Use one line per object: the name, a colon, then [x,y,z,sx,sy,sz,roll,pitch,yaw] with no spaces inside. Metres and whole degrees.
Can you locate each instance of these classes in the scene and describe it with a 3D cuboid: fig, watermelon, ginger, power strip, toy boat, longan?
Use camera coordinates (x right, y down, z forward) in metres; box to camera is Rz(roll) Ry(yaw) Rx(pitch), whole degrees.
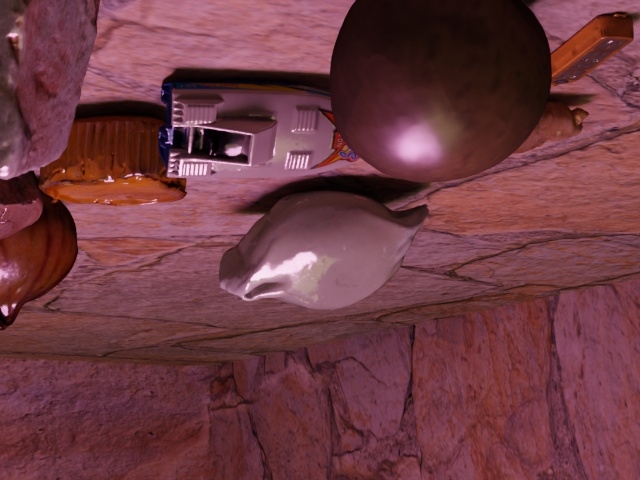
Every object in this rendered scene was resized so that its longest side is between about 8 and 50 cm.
fig: [-0.500,0.013,1.643,0.235,0.214,0.235,-22,-166,6]
watermelon: [-0.277,-0.165,0.843,0.228,0.258,0.387,-1,162,-23]
ginger: [0.257,-0.161,1.427,0.213,0.074,0.137,0,167,-42]
power strip: [0.315,-0.224,1.268,0.049,0.028,0.178,-1,167,-18]
toy boat: [-0.051,-0.138,1.324,0.295,0.088,0.129,0,126,-15]
longan: [0.126,-0.172,1.068,0.246,0.215,0.246,-44,170,-9]

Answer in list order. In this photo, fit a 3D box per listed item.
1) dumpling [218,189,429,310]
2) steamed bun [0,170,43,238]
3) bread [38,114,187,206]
dumpling: [-0.002,0.020,1.804,0.321,0.211,0.270,11,166,-14]
steamed bun: [-0.448,-0.081,1.384,0.106,0.144,0.175,-29,171,17]
bread: [-0.278,-0.109,1.411,0.199,0.104,0.199,-2,171,0]
